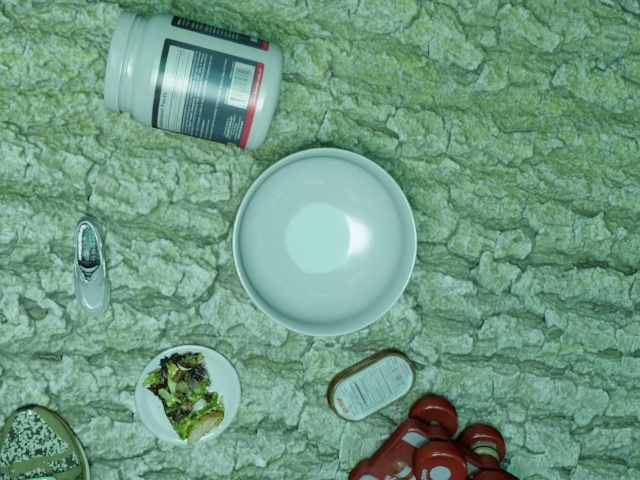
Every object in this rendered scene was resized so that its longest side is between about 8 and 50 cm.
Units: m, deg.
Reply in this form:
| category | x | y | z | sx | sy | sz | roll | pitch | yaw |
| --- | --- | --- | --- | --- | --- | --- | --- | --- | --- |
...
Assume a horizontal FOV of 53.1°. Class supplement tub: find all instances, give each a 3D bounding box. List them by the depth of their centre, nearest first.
| category | x | y | z | sx | sy | sz | roll | pitch | yaw |
| --- | --- | --- | --- | --- | --- | --- | --- | --- | --- |
| supplement tub | -0.212 | -0.273 | 1.097 | 0.272 | 0.191 | 0.191 | 12 | 93 | -11 |

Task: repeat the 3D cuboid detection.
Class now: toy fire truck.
| category | x | y | z | sx | sy | sz | roll | pitch | yaw |
| --- | --- | --- | --- | --- | --- | --- | --- | --- | --- |
| toy fire truck | 0.238 | 0.484 | 1.291 | 0.302 | 0.169 | 0.254 | 32 | 113 | -11 |

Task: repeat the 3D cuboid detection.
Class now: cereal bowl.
| category | x | y | z | sx | sy | sz | roll | pitch | yaw |
| --- | --- | --- | --- | --- | --- | --- | --- | --- | --- |
| cereal bowl | 0.000 | 0.000 | 1.190 | 0.339 | 0.141 | 0.338 | -1 | 95 | -11 |

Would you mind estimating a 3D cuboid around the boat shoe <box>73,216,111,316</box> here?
| category | x | y | z | sx | sy | sz | roll | pitch | yaw |
| --- | --- | --- | --- | --- | --- | --- | --- | --- | --- |
| boat shoe | -0.414 | 0.050 | 1.157 | 0.066 | 0.063 | 0.184 | 3 | 95 | -11 |

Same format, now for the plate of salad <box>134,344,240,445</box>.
| category | x | y | z | sx | sy | sz | roll | pitch | yaw |
| --- | --- | --- | --- | --- | --- | --- | --- | --- | --- |
| plate of salad | -0.252 | 0.299 | 1.221 | 0.200 | 0.048 | 0.199 | -1 | 96 | -10 |

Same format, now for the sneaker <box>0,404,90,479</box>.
| category | x | y | z | sx | sy | sz | roll | pitch | yaw |
| --- | --- | --- | --- | --- | --- | --- | --- | --- | --- |
| sneaker | -0.478 | 0.475 | 1.081 | 0.158 | 0.182 | 0.410 | -12 | 69 | -12 |

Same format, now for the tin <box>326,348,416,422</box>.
| category | x | y | z | sx | sy | sz | roll | pitch | yaw |
| --- | --- | --- | --- | --- | --- | --- | --- | --- | --- |
| tin | 0.103 | 0.292 | 1.294 | 0.190 | 0.040 | 0.106 | -28 | 96 | -7 |

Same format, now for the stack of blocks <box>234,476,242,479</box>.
| category | x | y | z | sx | sy | sz | roll | pitch | yaw |
| --- | --- | --- | --- | --- | --- | --- | --- | --- | --- |
| stack of blocks | -0.127 | 0.638 | 1.258 | 0.171 | 0.087 | 0.297 | -40 | 101 | -4 |
